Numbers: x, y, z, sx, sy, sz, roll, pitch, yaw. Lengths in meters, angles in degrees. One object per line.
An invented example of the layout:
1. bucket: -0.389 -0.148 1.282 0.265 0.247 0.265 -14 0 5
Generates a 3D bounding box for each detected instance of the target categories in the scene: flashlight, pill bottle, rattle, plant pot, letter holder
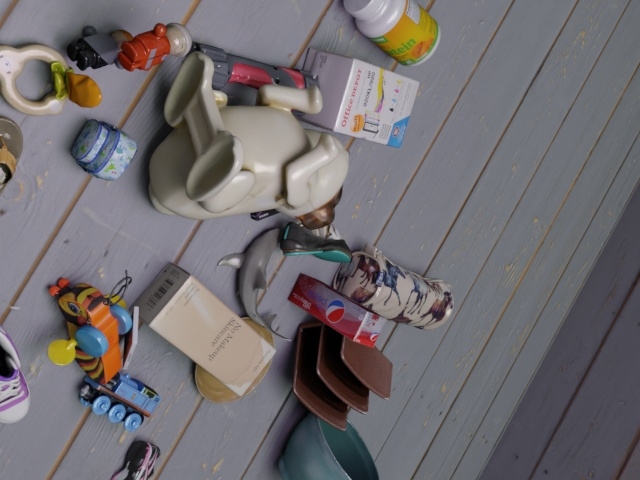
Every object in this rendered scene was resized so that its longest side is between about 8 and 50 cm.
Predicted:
1. flashlight: -0.141 -0.339 1.440 0.304 0.103 0.103 1 110 -44
2. pill bottle: 0.169 -0.531 1.613 0.245 0.136 0.136 22 93 -45
3. rattle: -0.495 -0.268 1.124 0.130 0.143 0.199 -51 144 13
4. plant pot: 0.006 0.640 1.916 0.196 0.293 0.293 -37 135 10
5. plant pot: -0.220 0.298 1.702 0.236 0.032 0.236 -19 121 -35
6. letter holder: 0.065 0.381 1.850 0.302 0.152 0.214 49 39 -43

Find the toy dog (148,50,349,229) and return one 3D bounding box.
1. toy dog: -0.115 -0.141 1.391 0.408 0.285 0.395 4 135 -41

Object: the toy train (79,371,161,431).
1. toy train: -0.445 0.346 1.488 0.184 0.080 0.105 48 65 -41

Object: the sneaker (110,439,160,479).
1. sneaker: -0.436 0.564 1.599 0.178 0.072 0.077 -56 146 0

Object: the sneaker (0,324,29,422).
1. sneaker: -0.599 0.256 1.245 0.102 0.161 0.282 -30 128 -31

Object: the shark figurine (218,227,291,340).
1. shark figurine: -0.147 0.122 1.623 0.166 0.116 0.278 -13 109 -36

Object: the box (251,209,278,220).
1. box: -0.119 -0.138 1.601 0.116 0.029 0.162 -23 124 -33

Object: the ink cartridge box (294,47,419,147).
1. ink cartridge box: 0.081 -0.335 1.597 0.232 0.168 0.171 5 105 -43

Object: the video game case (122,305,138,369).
1. video game case: -0.401 0.207 1.420 0.011 0.087 0.122 8 141 -22

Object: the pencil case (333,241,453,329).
1. pencil case: 0.228 0.147 1.955 0.410 0.160 0.183 21 108 -45

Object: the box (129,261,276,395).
1. box: -0.260 0.205 1.528 0.148 0.121 0.311 -53 126 -13

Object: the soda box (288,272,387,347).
1. soda box: 0.039 0.175 1.719 0.092 0.263 0.083 25 91 -45

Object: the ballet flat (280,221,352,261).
1. ballet flat: 0.000 0.000 1.718 0.280 0.095 0.096 11 76 -58

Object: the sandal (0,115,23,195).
1. sandal: -0.568 -0.127 1.178 0.072 0.049 0.180 19 95 -45

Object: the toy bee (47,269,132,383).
1. toy bee: -0.462 0.147 1.354 0.298 0.162 0.195 -65 168 19

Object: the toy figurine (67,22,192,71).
1. toy figurine: -0.341 -0.399 1.155 0.148 0.209 0.213 -39 126 -44

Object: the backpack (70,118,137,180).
1. backpack: -0.408 -0.168 1.261 0.084 0.114 0.105 32 86 -46
